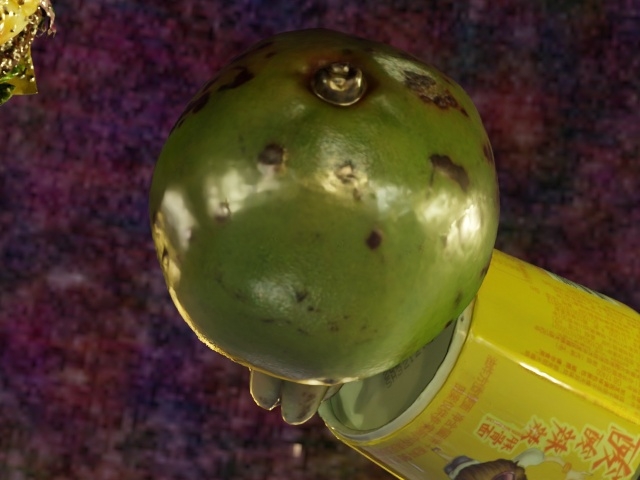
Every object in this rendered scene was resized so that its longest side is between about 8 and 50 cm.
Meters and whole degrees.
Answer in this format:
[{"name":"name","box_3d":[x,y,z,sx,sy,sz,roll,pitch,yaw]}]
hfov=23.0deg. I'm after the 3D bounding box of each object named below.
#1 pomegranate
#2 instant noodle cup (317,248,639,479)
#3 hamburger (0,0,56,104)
[{"name":"pomegranate","box_3d":[0.000,0.000,0.875,0.202,0.202,0.248,8,135,-3]},{"name":"instant noodle cup","box_3d":[0.130,0.103,1.031,0.236,0.215,0.215,30,149,-30]},{"name":"hamburger","box_3d":[-0.237,-0.164,0.966,0.164,0.189,0.093,-18,174,-36]}]
